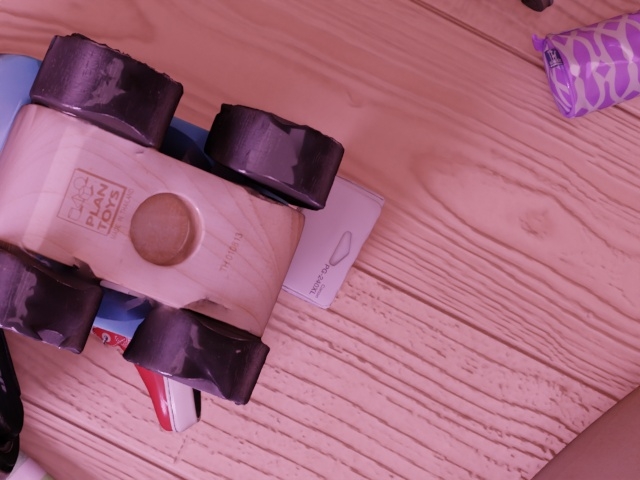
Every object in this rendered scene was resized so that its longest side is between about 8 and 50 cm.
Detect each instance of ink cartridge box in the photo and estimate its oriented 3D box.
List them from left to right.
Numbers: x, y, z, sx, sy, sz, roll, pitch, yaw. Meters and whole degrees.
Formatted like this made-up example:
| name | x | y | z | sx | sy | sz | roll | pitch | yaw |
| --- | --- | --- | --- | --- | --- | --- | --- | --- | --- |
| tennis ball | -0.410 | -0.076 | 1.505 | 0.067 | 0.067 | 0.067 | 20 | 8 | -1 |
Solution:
| name | x | y | z | sx | sy | sz | roll | pitch | yaw |
| --- | --- | --- | --- | --- | --- | --- | --- | --- | --- |
| ink cartridge box | 0.000 | 0.000 | 1.440 | 0.063 | 0.150 | 0.109 | 28 | 87 | -3 |

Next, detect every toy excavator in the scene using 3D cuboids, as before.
| name | x | y | z | sx | sy | sz | roll | pitch | yaw |
| --- | --- | --- | --- | --- | --- | --- | --- | --- | --- |
| toy excavator | -0.260 | -0.050 | 1.345 | 0.433 | 0.445 | 0.222 | 22 | 85 | -24 |

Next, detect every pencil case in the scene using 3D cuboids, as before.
| name | x | y | z | sx | sy | sz | roll | pitch | yaw |
| --- | --- | --- | --- | --- | --- | --- | --- | --- | --- |
| pencil case | 0.303 | -0.182 | 1.501 | 0.206 | 0.086 | 0.088 | -18 | 62 | -5 |

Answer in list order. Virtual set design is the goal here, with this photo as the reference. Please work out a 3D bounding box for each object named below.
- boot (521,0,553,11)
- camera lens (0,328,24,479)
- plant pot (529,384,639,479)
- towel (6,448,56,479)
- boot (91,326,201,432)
| name | x | y | z | sx | sy | sz | roll | pitch | yaw |
| --- | --- | --- | --- | --- | --- | --- | --- | --- | --- |
| boot | 0.236 | -0.342 | 1.511 | 0.208 | 0.076 | 0.189 | -31 | 93 | -10 |
| camera lens | -0.408 | 0.139 | 1.375 | 0.274 | 0.219 | 0.219 | -17 | 90 | 0 |
| plant pot | 0.317 | 0.236 | 1.425 | 0.256 | 0.256 | 0.274 | 40 | 71 | -2 |
| towel | -0.265 | 0.365 | 1.474 | 0.325 | 0.038 | 0.248 | 41 | 86 | 0 |
| boot | -0.211 | 0.072 | 1.461 | 0.176 | 0.088 | 0.244 | -16 | 81 | -3 |
